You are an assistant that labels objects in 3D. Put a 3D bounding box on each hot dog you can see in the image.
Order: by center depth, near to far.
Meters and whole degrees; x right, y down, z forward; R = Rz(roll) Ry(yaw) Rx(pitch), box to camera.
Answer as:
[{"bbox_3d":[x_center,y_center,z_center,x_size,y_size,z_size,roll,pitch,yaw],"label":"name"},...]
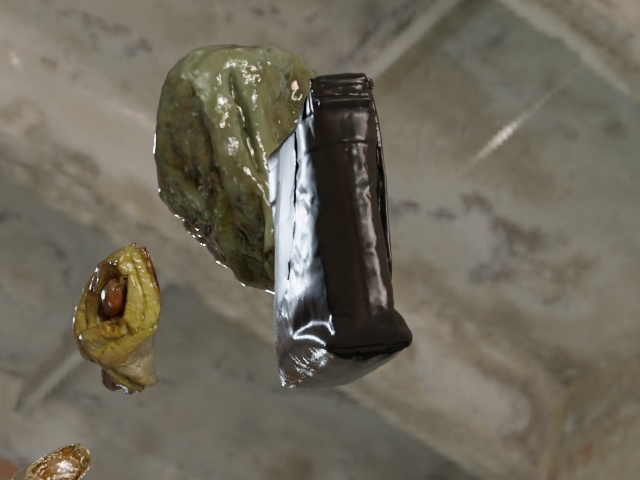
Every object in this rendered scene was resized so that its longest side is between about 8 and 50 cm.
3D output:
[{"bbox_3d":[-0.160,0.070,1.396,0.061,0.078,0.169,-18,-40,-21],"label":"hot dog"}]

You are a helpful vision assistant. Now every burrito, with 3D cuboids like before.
[{"bbox_3d":[-0.354,0.307,2.099,0.226,0.087,0.060,-35,-90,43],"label":"burrito"}]

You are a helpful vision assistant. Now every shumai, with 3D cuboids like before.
[{"bbox_3d":[-0.038,-0.083,1.861,0.222,0.225,0.260,15,-52,46],"label":"shumai"}]

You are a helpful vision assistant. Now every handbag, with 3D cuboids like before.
[{"bbox_3d":[0.000,0.000,1.433,0.080,0.223,0.247,-7,-10,-12],"label":"handbag"}]
